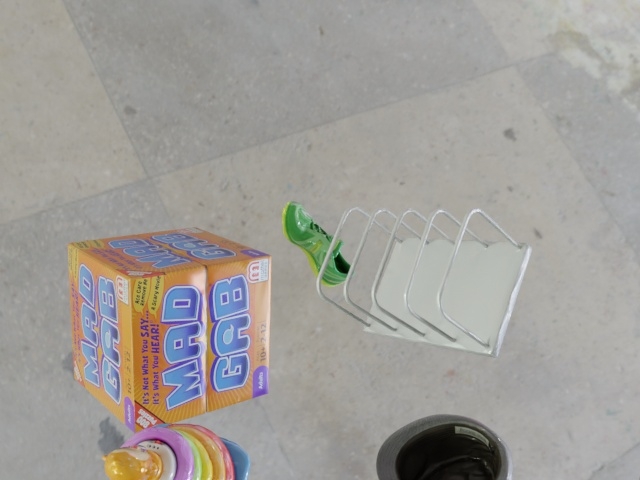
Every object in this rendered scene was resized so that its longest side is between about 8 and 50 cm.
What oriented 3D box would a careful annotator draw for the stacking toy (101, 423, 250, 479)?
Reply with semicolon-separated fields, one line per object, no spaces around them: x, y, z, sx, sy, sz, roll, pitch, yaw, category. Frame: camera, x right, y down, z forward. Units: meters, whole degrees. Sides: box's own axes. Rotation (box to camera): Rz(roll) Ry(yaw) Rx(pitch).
-0.212;0.306;0.931;0.175;0.302;0.165;13;68;12;stacking toy

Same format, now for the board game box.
-0.364;0.190;1.718;0.356;0.357;0.356;-9;107;-39;board game box

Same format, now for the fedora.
0.257;0.490;1.468;0.276;0.124;0.243;-23;43;-13;fedora

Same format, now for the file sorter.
0.161;0.053;1.171;0.173;0.278;0.192;35;69;-38;file sorter

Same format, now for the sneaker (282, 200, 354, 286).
0.000;0.000;1.952;0.295;0.124;0.109;54;40;-28;sneaker
